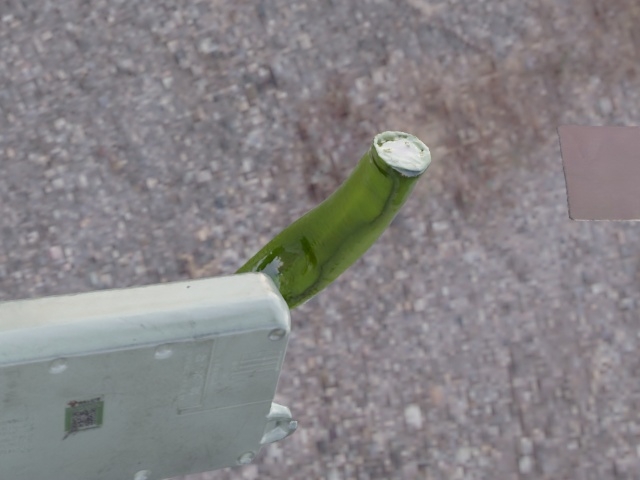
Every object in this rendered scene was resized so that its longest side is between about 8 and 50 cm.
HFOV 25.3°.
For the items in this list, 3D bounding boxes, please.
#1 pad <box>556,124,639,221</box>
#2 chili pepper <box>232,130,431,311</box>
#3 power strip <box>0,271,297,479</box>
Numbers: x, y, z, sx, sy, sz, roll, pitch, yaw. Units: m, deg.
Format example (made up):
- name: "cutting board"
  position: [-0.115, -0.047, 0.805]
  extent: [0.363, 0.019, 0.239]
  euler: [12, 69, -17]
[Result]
- name: "pad"
  position: [0.194, -0.030, 0.585]
  extent: [0.113, 0.188, 0.006]
  euler: [-75, 165, -64]
- name: "chili pepper"
  position: [0.000, 0.000, 0.920]
  extent: [0.052, 0.201, 0.050]
  euler: [44, 35, -6]
- name: "power strip"
  position: [-0.135, 0.080, 0.717]
  extent: [0.270, 0.118, 0.046]
  euler: [-6, 43, -24]
